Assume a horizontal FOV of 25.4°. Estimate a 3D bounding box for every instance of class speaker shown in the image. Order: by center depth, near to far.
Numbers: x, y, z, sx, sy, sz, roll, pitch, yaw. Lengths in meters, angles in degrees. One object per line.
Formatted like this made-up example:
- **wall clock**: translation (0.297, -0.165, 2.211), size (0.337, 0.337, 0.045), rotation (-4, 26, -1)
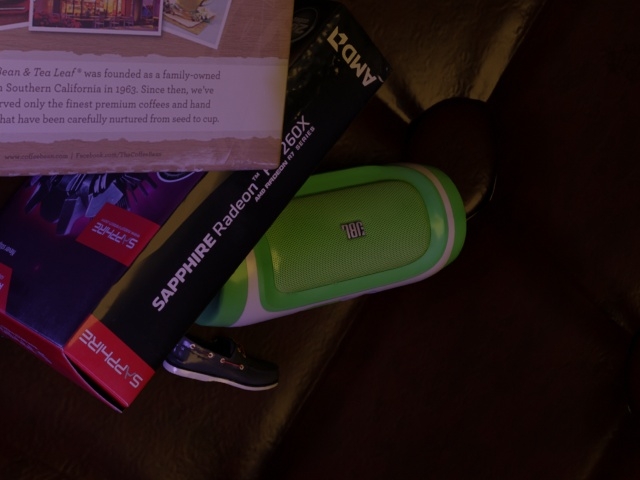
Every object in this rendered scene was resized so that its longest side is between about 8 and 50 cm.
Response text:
- **speaker**: translation (0.000, 0.000, 1.400), size (0.296, 0.131, 0.131), rotation (-13, 110, -35)

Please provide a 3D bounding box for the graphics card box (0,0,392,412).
- **graphics card box**: translation (-0.133, -0.054, 1.213), size (0.371, 0.233, 0.094), rotation (-51, 127, -14)

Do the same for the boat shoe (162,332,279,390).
- **boat shoe**: translation (-0.092, 0.119, 1.410), size (0.133, 0.049, 0.042), rotation (16, 101, -35)

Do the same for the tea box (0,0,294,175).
- **tea box**: translation (-0.239, -0.181, 1.035), size (0.329, 0.323, 0.220), rotation (-4, 105, -36)
